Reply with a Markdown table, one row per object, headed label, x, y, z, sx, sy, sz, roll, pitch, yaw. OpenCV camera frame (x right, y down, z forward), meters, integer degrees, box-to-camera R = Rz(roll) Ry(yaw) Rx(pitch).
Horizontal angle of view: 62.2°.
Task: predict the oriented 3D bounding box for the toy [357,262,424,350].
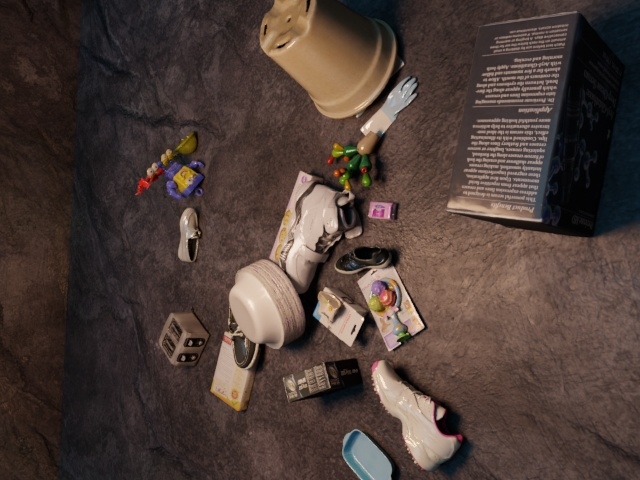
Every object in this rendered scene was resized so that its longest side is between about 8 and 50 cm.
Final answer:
| label | x | y | z | sx | sy | sz | roll | pitch | yaw |
| --- | --- | --- | --- | --- | --- | --- | --- | --- | --- |
| toy | 0.182 | 0.177 | 1.503 | 0.137 | 0.056 | 0.237 | -43 | 58 | 30 |

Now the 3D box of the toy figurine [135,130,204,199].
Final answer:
| label | x | y | z | sx | sy | sz | roll | pitch | yaw |
| --- | --- | --- | --- | --- | --- | --- | --- | --- | --- |
| toy figurine | -0.574 | -0.266 | 2.225 | 0.191 | 0.217 | 0.362 | -41 | 14 | 48 |

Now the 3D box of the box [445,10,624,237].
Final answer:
| label | x | y | z | sx | sy | sz | roll | pitch | yaw |
| --- | --- | --- | --- | --- | --- | --- | --- | --- | --- |
| box | 0.460 | -0.224 | 1.128 | 0.212 | 0.294 | 0.395 | 12 | 94 | 44 |

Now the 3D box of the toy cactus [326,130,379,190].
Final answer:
| label | x | y | z | sx | sy | sz | roll | pitch | yaw |
| --- | --- | --- | --- | --- | --- | --- | --- | --- | --- |
| toy cactus | 0.103 | -0.252 | 1.596 | 0.180 | 0.112 | 0.219 | -54 | 33 | 14 |

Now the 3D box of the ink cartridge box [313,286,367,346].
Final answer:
| label | x | y | z | sx | sy | sz | roll | pitch | yaw |
| --- | --- | --- | --- | --- | --- | --- | --- | --- | --- |
| ink cartridge box | 0.069 | 0.229 | 1.599 | 0.180 | 0.060 | 0.104 | 36 | 108 | 40 |

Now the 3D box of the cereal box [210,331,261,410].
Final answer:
| label | x | y | z | sx | sy | sz | roll | pitch | yaw |
| --- | --- | --- | --- | --- | --- | --- | --- | --- | --- |
| cereal box | -0.309 | 0.472 | 1.934 | 0.173 | 0.047 | 0.240 | 20 | 97 | 41 |

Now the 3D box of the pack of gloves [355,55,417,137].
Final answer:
| label | x | y | z | sx | sy | sz | roll | pitch | yaw |
| --- | --- | --- | --- | --- | --- | --- | --- | --- | --- |
| pack of gloves | 0.174 | -0.434 | 1.593 | 0.232 | 0.046 | 0.195 | -48 | 55 | 29 |

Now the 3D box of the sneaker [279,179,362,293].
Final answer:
| label | x | y | z | sx | sy | sz | roll | pitch | yaw |
| --- | --- | --- | --- | --- | --- | --- | --- | --- | --- |
| sneaker | 0.000 | 0.000 | 1.639 | 0.210 | 0.137 | 0.365 | 12 | 91 | 45 |

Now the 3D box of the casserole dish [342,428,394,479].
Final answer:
| label | x | y | z | sx | sy | sz | roll | pitch | yaw |
| --- | --- | --- | --- | --- | --- | --- | --- | --- | --- |
| casserole dish | 0.139 | 0.620 | 1.503 | 0.188 | 0.037 | 0.114 | 38 | 111 | 40 |

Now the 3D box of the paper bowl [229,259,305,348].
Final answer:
| label | x | y | z | sx | sy | sz | roll | pitch | yaw |
| --- | --- | --- | --- | --- | --- | --- | --- | --- | --- |
| paper bowl | -0.187 | 0.215 | 1.704 | 0.284 | 0.148 | 0.284 | 39 | 143 | 38 |

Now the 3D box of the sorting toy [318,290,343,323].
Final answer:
| label | x | y | z | sx | sy | sz | roll | pitch | yaw |
| --- | --- | --- | --- | --- | --- | --- | --- | --- | --- |
| sorting toy | 0.023 | 0.204 | 1.577 | 0.083 | 0.045 | 0.075 | 44 | 120 | 37 |

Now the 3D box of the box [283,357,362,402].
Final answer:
| label | x | y | z | sx | sy | sz | roll | pitch | yaw |
| --- | --- | --- | --- | --- | --- | --- | --- | --- | --- |
| box | 0.006 | 0.415 | 1.577 | 0.180 | 0.147 | 0.077 | -31 | 65 | 37 |

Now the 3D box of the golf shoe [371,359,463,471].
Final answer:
| label | x | y | z | sx | sy | sz | roll | pitch | yaw |
| --- | --- | --- | --- | --- | --- | --- | --- | --- | --- |
| golf shoe | 0.250 | 0.433 | 1.386 | 0.140 | 0.115 | 0.306 | -41 | 65 | 20 |

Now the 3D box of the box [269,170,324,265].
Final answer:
| label | x | y | z | sx | sy | sz | roll | pitch | yaw |
| --- | --- | --- | --- | --- | --- | --- | --- | --- | --- |
| box | -0.082 | -0.070 | 1.776 | 0.067 | 0.063 | 0.323 | 32 | 106 | 40 |

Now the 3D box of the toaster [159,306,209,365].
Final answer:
| label | x | y | z | sx | sy | sz | roll | pitch | yaw |
| --- | --- | --- | --- | --- | --- | --- | --- | --- | --- |
| toaster | -0.549 | 0.385 | 2.129 | 0.186 | 0.110 | 0.168 | 42 | 112 | 38 |

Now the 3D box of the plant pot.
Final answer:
| label | x | y | z | sx | sy | sz | roll | pitch | yaw |
| --- | --- | --- | --- | --- | --- | --- | --- | --- | --- |
| plant pot | 0.002 | -0.575 | 1.559 | 0.334 | 0.306 | 0.333 | -17 | 63 | 39 |

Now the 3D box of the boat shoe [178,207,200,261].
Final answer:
| label | x | y | z | sx | sy | sz | roll | pitch | yaw |
| --- | --- | --- | --- | --- | --- | --- | --- | --- | --- |
| boat shoe | -0.530 | -0.020 | 2.192 | 0.081 | 0.079 | 0.227 | 13 | 99 | 34 |

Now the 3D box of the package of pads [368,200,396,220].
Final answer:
| label | x | y | z | sx | sy | sz | roll | pitch | yaw |
| --- | --- | --- | --- | --- | --- | --- | --- | --- | --- |
| package of pads | 0.183 | -0.087 | 1.551 | 0.083 | 0.032 | 0.050 | 8 | 89 | 43 |

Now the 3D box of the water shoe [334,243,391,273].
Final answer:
| label | x | y | z | sx | sy | sz | roll | pitch | yaw |
| --- | --- | --- | --- | --- | --- | --- | --- | --- | --- |
| water shoe | 0.112 | 0.045 | 1.557 | 0.203 | 0.080 | 0.072 | -12 | 49 | 40 |

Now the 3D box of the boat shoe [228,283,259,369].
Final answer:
| label | x | y | z | sx | sy | sz | roll | pitch | yaw |
| --- | --- | --- | --- | --- | --- | --- | --- | --- | --- |
| boat shoe | -0.281 | 0.297 | 1.860 | 0.114 | 0.091 | 0.302 | -22 | 59 | 30 |
